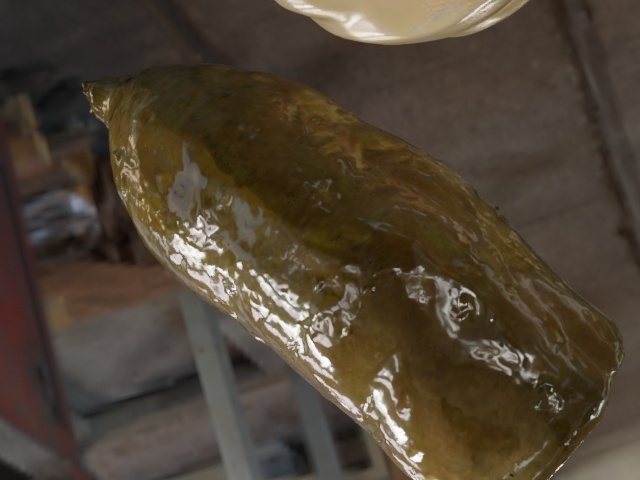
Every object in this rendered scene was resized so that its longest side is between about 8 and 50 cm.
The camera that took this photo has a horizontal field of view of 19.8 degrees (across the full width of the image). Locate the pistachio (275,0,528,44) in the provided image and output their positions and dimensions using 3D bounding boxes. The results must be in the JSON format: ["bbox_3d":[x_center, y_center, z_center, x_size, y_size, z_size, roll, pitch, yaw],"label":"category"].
[{"bbox_3d":[0.062,-0.224,0.660,0.193,0.214,0.318,13,108,-44],"label":"pistachio"}]

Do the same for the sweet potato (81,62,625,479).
[{"bbox_3d":[0.000,0.000,1.033,0.158,0.370,0.158,-49,168,-14],"label":"sweet potato"}]
